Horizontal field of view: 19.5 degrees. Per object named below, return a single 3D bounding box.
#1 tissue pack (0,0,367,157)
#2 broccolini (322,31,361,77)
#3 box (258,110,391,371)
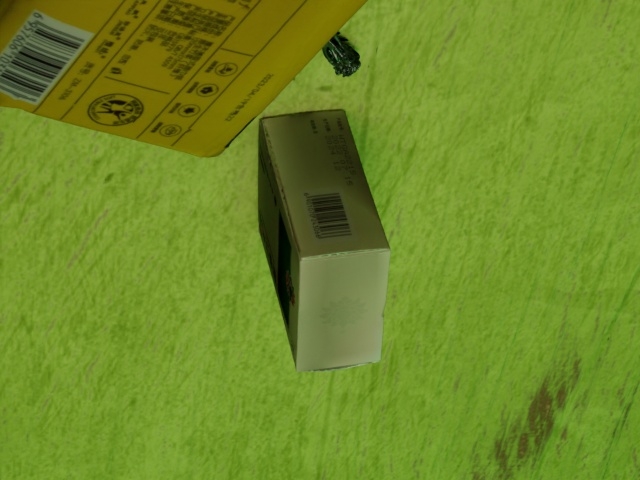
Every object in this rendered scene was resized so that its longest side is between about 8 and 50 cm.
[{"bbox_3d":[-0.112,-0.271,1.522,0.293,0.228,0.382,14,142,-31],"label":"tissue pack"},{"bbox_3d":[-0.003,-0.206,1.796,0.030,0.035,0.140,-31,133,11],"label":"broccolini"},{"bbox_3d":[0.000,0.000,1.880,0.095,0.212,0.168,-8,135,-9],"label":"box"}]
